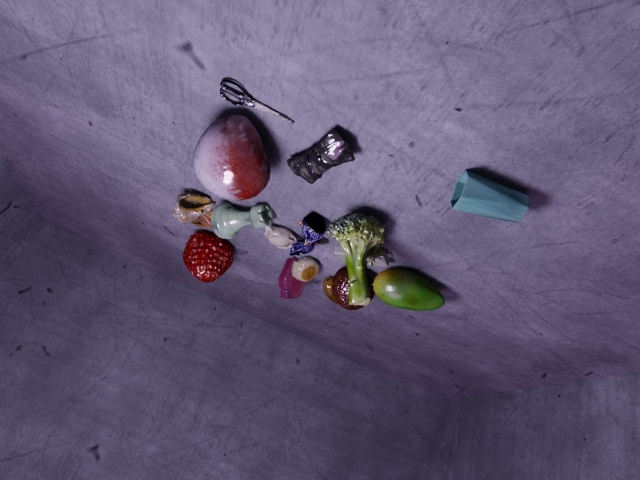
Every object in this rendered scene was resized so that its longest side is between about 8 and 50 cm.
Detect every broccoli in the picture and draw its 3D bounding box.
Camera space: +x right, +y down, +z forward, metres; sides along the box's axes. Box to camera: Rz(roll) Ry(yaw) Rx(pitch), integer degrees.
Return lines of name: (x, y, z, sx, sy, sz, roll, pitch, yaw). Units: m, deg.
broccoli: (0.158, 0.054, 1.772, 0.353, 0.397, 0.275, 43, 143, -19)

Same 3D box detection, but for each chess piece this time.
chess piece: (-0.401, -0.114, 2.092, 0.299, 0.194, 0.194, -5, 141, 26)

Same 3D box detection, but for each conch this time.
conch: (-0.701, -0.190, 2.190, 0.245, 0.162, 0.178, -12, 162, 1)

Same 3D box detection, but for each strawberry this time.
strawberry: (-0.697, 0.113, 2.479, 0.295, 0.345, 0.317, -27, 115, 2)

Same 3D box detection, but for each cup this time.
cup: (0.599, -0.145, 1.421, 0.236, 0.148, 0.134, 19, 124, 0)

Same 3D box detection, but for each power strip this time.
power strip: (0.207, 0.080, 2.104, 0.338, 0.058, 0.098, 4, 146, 30)

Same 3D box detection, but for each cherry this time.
cherry: (-0.366, -0.330, 1.631, 0.326, 0.291, 0.334, 11, 131, 38)

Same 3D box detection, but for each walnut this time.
walnut: (0.099, 0.316, 2.493, 0.137, 0.137, 0.245, -5, 137, 39)

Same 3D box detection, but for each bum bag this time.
bum bag: (-0.004, -0.316, 1.575, 0.340, 0.095, 0.144, -20, 115, 48)

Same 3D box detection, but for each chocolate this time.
chocolate: (-0.065, 0.000, 2.050, 0.126, 0.148, 0.343, 57, 147, 20)

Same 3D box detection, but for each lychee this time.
lychee: (0.184, 0.266, 2.245, 0.261, 0.260, 0.260, 17, 150, 10)

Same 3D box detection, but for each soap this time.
soap: (-0.170, 0.245, 2.429, 0.162, 0.249, 0.099, 37, 149, -27)

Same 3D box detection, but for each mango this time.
mango: (0.462, 0.263, 2.090, 0.382, 0.201, 0.225, 18, 140, 2)

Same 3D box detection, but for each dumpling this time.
dumpling: (-0.222, -0.014, 2.181, 0.199, 0.118, 0.136, 33, 146, -8)

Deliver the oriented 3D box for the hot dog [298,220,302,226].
hot dog: (-0.082, -0.074, 2.086, 0.083, 0.021, 0.037, 31, 150, -12)

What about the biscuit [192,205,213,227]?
biscuit: (-0.675, -0.135, 2.358, 0.334, 0.047, 0.202, 8, 147, 23)

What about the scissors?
scissors: (-0.236, -0.505, 1.497, 0.300, 0.022, 0.109, 26, 154, -6)

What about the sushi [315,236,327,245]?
sushi: (0.000, 0.000, 2.145, 0.083, 0.044, 0.046, 16, 171, 15)

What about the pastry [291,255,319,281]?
pastry: (-0.088, 0.168, 2.354, 0.088, 0.166, 0.166, 45, 173, 46)
